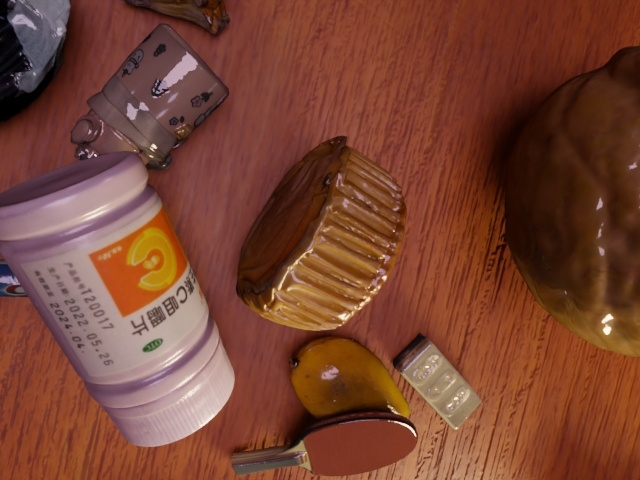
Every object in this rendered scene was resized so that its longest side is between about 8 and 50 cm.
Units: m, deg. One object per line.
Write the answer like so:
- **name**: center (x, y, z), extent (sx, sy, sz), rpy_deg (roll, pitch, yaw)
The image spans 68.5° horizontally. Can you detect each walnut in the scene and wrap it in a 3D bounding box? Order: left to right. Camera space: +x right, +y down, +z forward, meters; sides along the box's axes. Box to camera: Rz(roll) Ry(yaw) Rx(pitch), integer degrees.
- **walnut**: center (0.359, -0.045, 0.506), extent (0.332, 0.333, 0.333), rpy_deg (-1, 96, -13)

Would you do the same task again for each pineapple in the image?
- **pineapple**: center (-0.150, -0.257, 0.462), extent (0.137, 0.116, 0.069), rpy_deg (44, 55, -53)

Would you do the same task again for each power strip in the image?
- **power strip**: center (0.152, 0.183, 0.603), extent (0.056, 0.032, 0.123), rpy_deg (-43, 104, -5)

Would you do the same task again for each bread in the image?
- **bread**: center (0.000, 0.001, 0.467), extent (0.104, 0.199, 0.199), rpy_deg (30, 88, -18)

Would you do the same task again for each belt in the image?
- **belt**: center (-0.312, -0.185, 0.411), extent (0.151, 0.078, 0.198), rpy_deg (42, 66, -20)

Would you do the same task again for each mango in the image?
- **mango**: center (0.038, 0.179, 0.563), extent (0.187, 0.066, 0.101), rpy_deg (39, 86, -22)

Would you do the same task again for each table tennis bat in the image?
- **table tennis bat**: center (0.006, 0.248, 0.556), extent (0.220, 0.019, 0.130), rpy_deg (-9, 129, 0)

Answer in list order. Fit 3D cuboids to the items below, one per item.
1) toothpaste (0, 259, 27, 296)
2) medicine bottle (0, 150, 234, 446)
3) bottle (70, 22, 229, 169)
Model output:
- **toothpaste**: center (-0.256, 0.040, 0.491), extent (0.197, 0.035, 0.057), rpy_deg (2, 105, -16)
- **medicine bottle**: center (-0.180, 0.056, 0.434), extent (0.133, 0.133, 0.250), rpy_deg (-20, 115, -11)
- **bottle**: center (-0.172, -0.127, 0.468), extent (0.099, 0.099, 0.152), rpy_deg (44, 93, -14)
